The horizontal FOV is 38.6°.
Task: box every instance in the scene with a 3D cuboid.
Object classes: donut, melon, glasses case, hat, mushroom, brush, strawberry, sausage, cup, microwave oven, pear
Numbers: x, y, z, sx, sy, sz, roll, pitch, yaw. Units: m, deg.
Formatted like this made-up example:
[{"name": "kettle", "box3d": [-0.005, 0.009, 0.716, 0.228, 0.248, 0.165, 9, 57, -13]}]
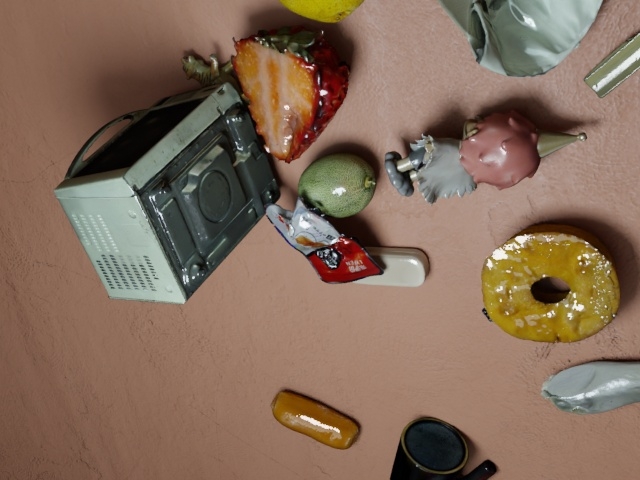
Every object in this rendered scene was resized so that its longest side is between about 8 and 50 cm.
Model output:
[{"name": "donut", "box3d": [0.473, 0.083, 1.865, 0.278, 0.108, 0.277, 9, 118, 18]}, {"name": "melon", "box3d": [0.040, -0.117, 1.942, 0.192, 0.139, 0.139, -4, 116, 40]}, {"name": "glasses case", "box3d": [0.145, 0.058, 2.048, 0.196, 0.050, 0.083, 4, 122, 24]}, {"name": "hat", "box3d": [0.333, -0.449, 1.630, 0.258, 0.168, 0.301, -47, 67, 15]}, {"name": "mushroom", "box3d": [0.646, 0.306, 1.926, 0.351, 0.097, 0.109, -10, 113, 27]}, {"name": "brush", "box3d": [0.582, -0.356, 1.610, 0.054, 0.048, 0.282, 45, 134, -1]}, {"name": "strawberry", "box3d": [-0.031, -0.309, 1.869, 0.253, 0.150, 0.280, 8, 125, 45]}, {"name": "sausage", "box3d": [-0.018, 0.458, 2.331, 0.238, 0.098, 0.098, 23, 125, 11]}, {"name": "cup", "box3d": [0.286, 0.564, 2.203, 0.239, 0.166, 0.177, 24, 129, 13]}, {"name": "microwave oven", "box3d": [-0.301, -0.105, 1.918, 0.247, 0.394, 0.333, 0, 125, 33]}, {"name": "pear", "box3d": [0.003, -0.507, 1.703, 0.209, 0.209, 0.208, 12, 122, 19]}]

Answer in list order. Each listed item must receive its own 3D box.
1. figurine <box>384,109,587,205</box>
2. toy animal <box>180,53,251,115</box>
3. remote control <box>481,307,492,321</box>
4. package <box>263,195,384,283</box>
[{"name": "figurine", "box3d": [0.314, -0.177, 1.780, 0.387, 0.166, 0.207, -16, 144, 29]}, {"name": "toy animal", "box3d": [-0.197, -0.337, 1.988, 0.241, 0.057, 0.099, 40, 133, -2]}, {"name": "remote control", "box3d": [0.399, 0.146, 2.000, 0.096, 0.014, 0.039, -32, 99, 36]}, {"name": "package", "box3d": [0.000, 0.000, 1.995, 0.194, 0.071, 0.269, -1, 146, 50]}]
